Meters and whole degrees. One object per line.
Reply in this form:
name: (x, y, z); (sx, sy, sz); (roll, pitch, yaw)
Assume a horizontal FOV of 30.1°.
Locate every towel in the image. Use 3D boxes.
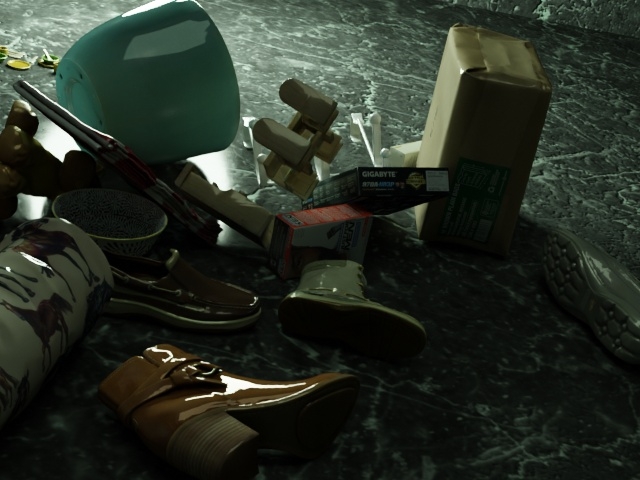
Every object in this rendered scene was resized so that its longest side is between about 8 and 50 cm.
towel: (-0.305, -0.119, 1.829); (0.237, 0.037, 0.329); (33, -6, 34)

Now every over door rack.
over door rack: (-0.016, -0.188, 2.180); (0.239, 0.108, 0.324); (-3, 20, -8)

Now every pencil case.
pencil case: (-0.392, 0.110, 1.391); (0.183, 0.160, 0.410); (29, 26, 1)

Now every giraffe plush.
giraffe plush: (-0.423, -0.098, 1.860); (0.170, 0.181, 0.210); (18, -11, -12)

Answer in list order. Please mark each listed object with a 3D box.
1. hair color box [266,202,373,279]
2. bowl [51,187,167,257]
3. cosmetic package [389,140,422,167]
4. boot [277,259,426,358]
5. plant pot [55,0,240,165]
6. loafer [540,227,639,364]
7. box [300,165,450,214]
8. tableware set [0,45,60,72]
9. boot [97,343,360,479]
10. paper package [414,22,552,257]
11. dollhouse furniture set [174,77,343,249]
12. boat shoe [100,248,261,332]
hair color box: (0.000, 0.000, 1.886); (0.167, 0.093, 0.053); (-10, 32, -38)
bowl: (-0.316, -0.007, 1.766); (0.170, 0.080, 0.170); (10, 25, -5)
cosmetic package: (0.182, -0.159, 2.347); (0.041, 0.060, 0.115); (30, 29, 35)
boot: (0.058, 0.094, 1.737); (0.213, 0.077, 0.165); (13, 23, 7)
plant pot: (-0.318, -0.261, 2.082); (0.235, 0.293, 0.293); (-22, 40, -31)
loafer: (0.460, 0.088, 1.910); (0.111, 0.112, 0.319); (5, 33, -27)
box: (0.090, -0.081, 2.017); (0.175, 0.051, 0.220); (-1, -7, -26)
tableware set: (-0.606, -0.379, 2.485); (0.154, 0.024, 0.104); (14, 25, 3)
boot: (-0.107, 0.191, 1.445); (0.220, 0.109, 0.283); (26, 35, 35)
paper package: (0.280, -0.183, 2.126); (0.168, 0.325, 0.309); (12, 24, -3)
dollhouse furniture set: (-0.093, -0.136, 1.908); (0.161, 0.242, 0.212); (31, -9, 10)
boat shoe: (-0.204, 0.063, 1.653); (0.257, 0.095, 0.095); (7, 25, -12)
